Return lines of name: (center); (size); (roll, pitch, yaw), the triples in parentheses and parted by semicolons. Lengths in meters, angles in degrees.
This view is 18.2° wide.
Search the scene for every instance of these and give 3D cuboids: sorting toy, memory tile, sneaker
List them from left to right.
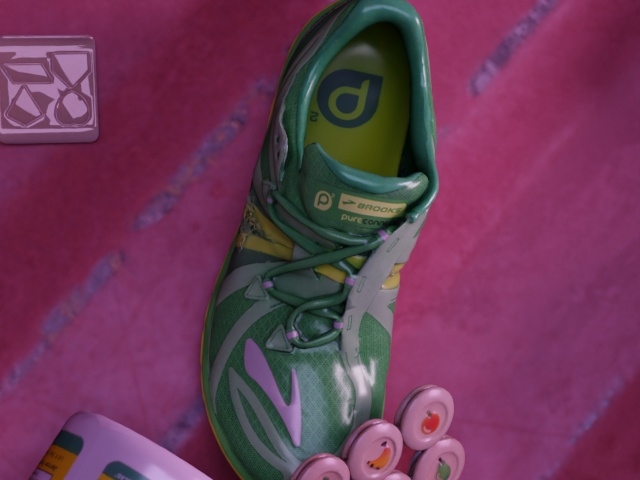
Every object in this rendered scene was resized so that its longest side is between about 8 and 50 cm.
sorting toy: (-0.169, -0.085, 1.135); (0.083, 0.012, 0.062); (-2, 84, -11)
sneaker: (0.000, 0.000, 1.082); (0.109, 0.123, 0.296); (8, 80, -5)
memory tile: (0.022, 0.150, 1.063); (0.148, 0.012, 0.113); (-32, 128, -25)

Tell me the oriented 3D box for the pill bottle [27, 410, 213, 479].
pill bottle: (-0.133, 0.203, 1.032); (0.117, 0.117, 0.208); (32, 77, 0)
